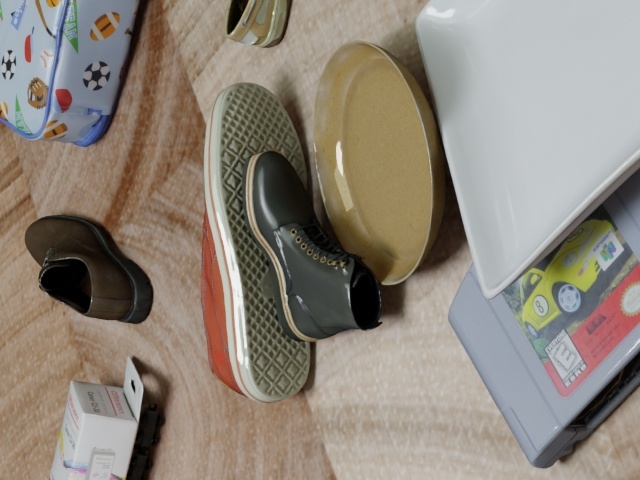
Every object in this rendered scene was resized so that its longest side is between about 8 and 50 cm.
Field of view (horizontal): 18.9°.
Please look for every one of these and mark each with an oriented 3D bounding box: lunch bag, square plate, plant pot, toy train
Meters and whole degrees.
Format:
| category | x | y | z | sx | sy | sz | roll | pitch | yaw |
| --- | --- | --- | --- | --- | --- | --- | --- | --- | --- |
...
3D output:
| category | x | y | z | sx | sy | sz | roll | pitch | yaw |
| --- | --- | --- | --- | --- | --- | --- | --- | --- | --- |
| lunch bag | -0.318 | -0.279 | 2.273 | 0.243 | 0.115 | 0.303 | 35 | 114 | 47 |
| square plate | 0.225 | -0.174 | 1.642 | 0.347 | 0.049 | 0.344 | -45 | 40 | 36 |
| plant pot | 0.060 | -0.076 | 1.841 | 0.236 | 0.032 | 0.236 | 32 | 126 | 57 |
| toy train | -0.210 | 0.254 | 2.173 | 0.036 | 0.027 | 0.158 | 39 | 117 | 56 |

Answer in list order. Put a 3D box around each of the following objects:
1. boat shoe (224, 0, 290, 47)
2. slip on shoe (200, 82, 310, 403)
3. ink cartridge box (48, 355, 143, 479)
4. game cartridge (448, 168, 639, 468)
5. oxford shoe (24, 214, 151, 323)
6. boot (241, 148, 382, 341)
| category | x | y | z | sx | sy | sz | roll | pitch | yaw |
| --- | --- | --- | --- | --- | --- | --- | --- | --- | --- |
| boat shoe | -0.065 | -0.299 | 2.013 | 0.068 | 0.072 | 0.190 | 7 | 92 | 49 |
| slip on shoe | -0.080 | 0.003 | 1.981 | 0.101 | 0.123 | 0.331 | -7 | 87 | 52 |
| ink cartridge box | -0.256 | 0.234 | 2.167 | 0.115 | 0.067 | 0.198 | -135 | 57 | -68 |
| game cartridge | 0.231 | 0.034 | 1.669 | 0.294 | 0.060 | 0.196 | -52 | 47 | 32 |
| oxford shoe | -0.293 | 0.025 | 2.233 | 0.227 | 0.096 | 0.082 | 30 | 111 | 47 |
| boot | 0.000 | 0.000 | 1.888 | 0.137 | 0.077 | 0.198 | -8 | 103 | 59 |
